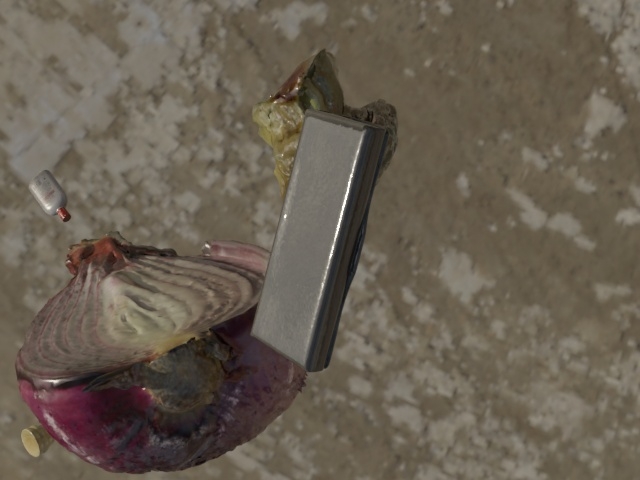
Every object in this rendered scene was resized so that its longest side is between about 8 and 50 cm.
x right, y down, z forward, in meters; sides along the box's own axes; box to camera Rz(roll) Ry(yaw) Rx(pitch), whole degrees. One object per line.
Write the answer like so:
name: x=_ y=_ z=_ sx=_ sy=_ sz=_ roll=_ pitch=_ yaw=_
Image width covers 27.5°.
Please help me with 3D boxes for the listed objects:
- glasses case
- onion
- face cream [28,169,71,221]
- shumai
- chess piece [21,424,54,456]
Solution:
glasses case: x=0.001 y=-0.001 z=0.986 sx=0.072 sy=0.042 sz=0.191 roll=28 pitch=108 yaw=48
onion: x=-0.152 y=0.105 z=1.240 sx=0.348 sy=0.267 sz=0.159 roll=-140 pitch=34 yaw=-65
face cream: x=-0.368 y=-0.058 z=1.791 sx=0.040 sy=0.021 sz=0.083 roll=-45 pitch=63 yaw=11
shumai: x=-0.003 y=-0.103 z=1.387 sx=0.153 sy=0.209 sz=0.161 roll=42 pitch=133 yaw=-15
chess piece: x=-0.301 y=0.216 z=1.524 sx=0.035 sy=0.092 sz=0.035 roll=23 pitch=126 yaw=36
